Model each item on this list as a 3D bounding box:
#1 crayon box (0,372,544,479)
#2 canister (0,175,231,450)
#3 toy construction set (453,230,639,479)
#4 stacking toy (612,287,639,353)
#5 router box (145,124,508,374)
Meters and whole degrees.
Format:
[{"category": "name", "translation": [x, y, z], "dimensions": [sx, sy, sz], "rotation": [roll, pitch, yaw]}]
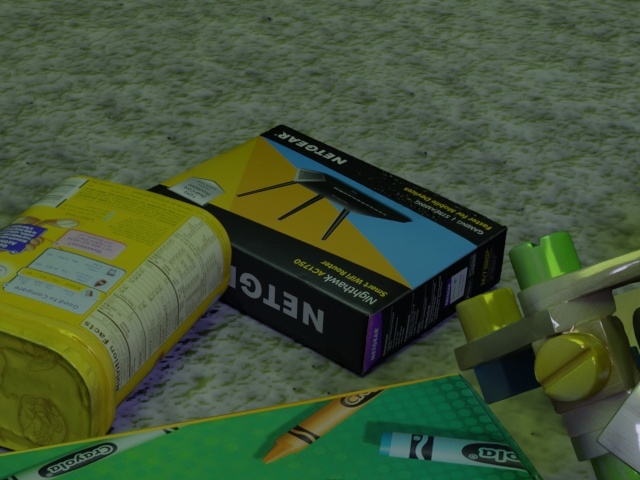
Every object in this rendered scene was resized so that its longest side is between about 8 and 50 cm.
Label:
[{"category": "crayon box", "translation": [-0.063, 0.159, 0.681], "dimensions": [0.278, 0.165, 0.081], "rotation": [-9, 34, -19]}, {"category": "canister", "translation": [-0.135, 0.035, 0.964], "dimensions": [0.126, 0.073, 0.170], "rotation": [15, 32, 18]}, {"category": "toy construction set", "translation": [0.166, 0.037, 0.710], "dimensions": [0.215, 0.151, 0.328], "rotation": [-18, 7, 2]}, {"category": "stacking toy", "translation": [0.297, 0.080, 0.940], "dimensions": [0.279, 0.130, 0.309], "rotation": [-30, 35, -19]}, {"category": "router box", "translation": [0.000, 0.000, 1.060], "dimensions": [0.179, 0.046, 0.133], "rotation": [26, 38, 31]}]
